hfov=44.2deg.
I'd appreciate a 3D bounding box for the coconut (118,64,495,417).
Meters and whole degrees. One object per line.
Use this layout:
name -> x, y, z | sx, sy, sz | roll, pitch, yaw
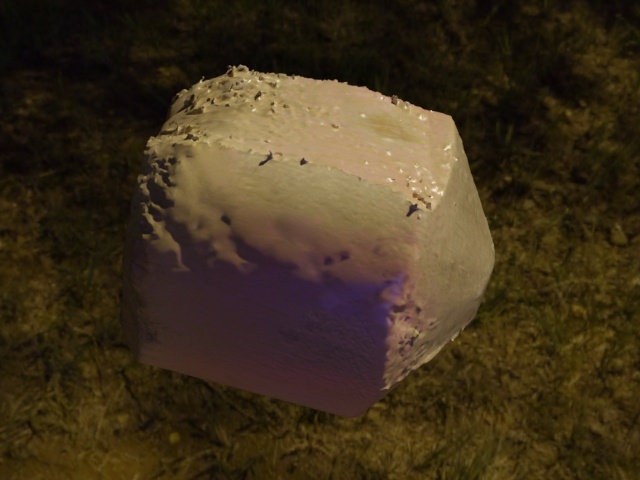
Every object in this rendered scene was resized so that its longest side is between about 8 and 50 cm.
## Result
coconut -> 0.000, 0.000, 0.699 | 0.309, 0.297, 0.297 | 11, 40, -4
